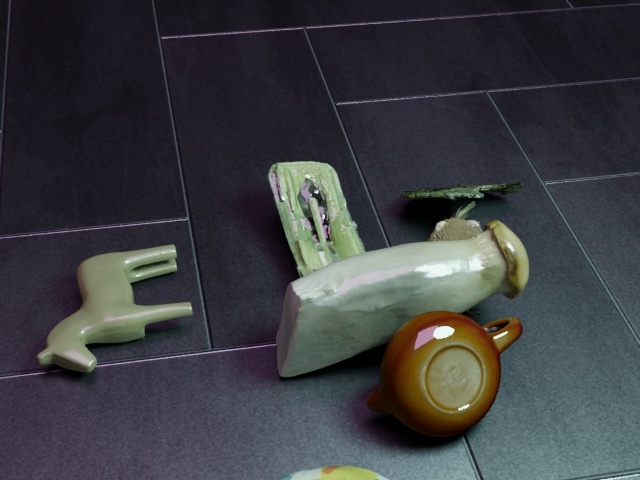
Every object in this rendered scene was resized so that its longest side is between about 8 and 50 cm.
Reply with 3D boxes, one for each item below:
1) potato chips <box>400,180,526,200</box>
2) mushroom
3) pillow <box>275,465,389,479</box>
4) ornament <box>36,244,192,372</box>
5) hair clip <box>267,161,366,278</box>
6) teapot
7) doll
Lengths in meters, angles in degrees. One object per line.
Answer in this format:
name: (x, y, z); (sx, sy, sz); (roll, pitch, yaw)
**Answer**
potato chips: (0.253, -0.087, 1.836); (0.220, 0.029, 0.202); (-6, 4, -38)
mushroom: (0.109, 0.073, 1.531); (0.408, 0.154, 0.137); (-21, 30, -4)
pillow: (0.017, 0.382, 1.293); (0.214, 0.086, 0.233); (-5, 42, 8)
ornament: (-0.326, 0.109, 1.613); (0.245, 0.061, 0.230); (-10, 43, -16)
hair clip: (0.000, 0.002, 1.741); (0.138, 0.091, 0.321); (-4, 51, -20)
teapot: (0.179, 0.176, 1.486); (0.252, 0.178, 0.135); (-30, 15, -18)
doll: (0.224, 0.020, 1.704); (0.105, 0.115, 0.221); (-9, 41, 3)
